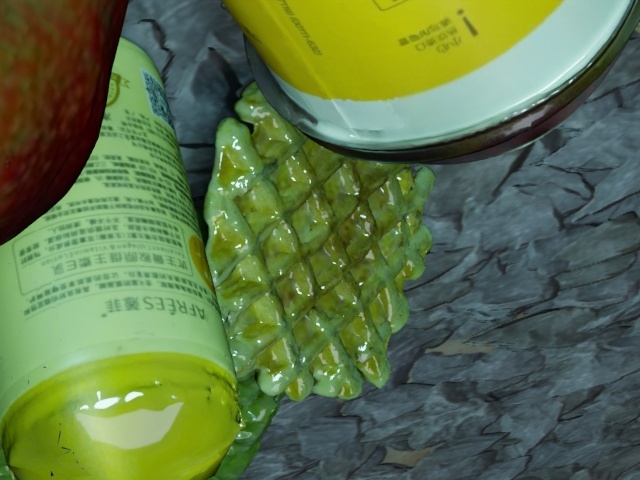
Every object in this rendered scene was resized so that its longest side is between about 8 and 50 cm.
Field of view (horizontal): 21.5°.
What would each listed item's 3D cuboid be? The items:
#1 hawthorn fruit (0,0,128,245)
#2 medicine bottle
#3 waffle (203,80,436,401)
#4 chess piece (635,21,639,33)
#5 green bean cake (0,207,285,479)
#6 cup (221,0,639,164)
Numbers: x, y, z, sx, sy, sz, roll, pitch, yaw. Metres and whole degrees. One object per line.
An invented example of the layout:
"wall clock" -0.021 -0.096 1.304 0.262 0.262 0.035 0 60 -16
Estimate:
"hawthorn fruit" -0.168 -0.076 0.677 0.208 0.208 0.248 -18 157 -3
"medicine bottle" -0.113 0.018 0.822 0.124 0.238 0.124 -12 150 -7
"waffle" 0.000 0.000 0.951 0.169 0.183 0.036 10 180 -42
"chess piece" 0.206 -0.130 0.948 0.066 0.066 0.122 -28 156 16
"green bean cake" -0.139 0.089 1.045 0.222 0.125 0.248 -8 149 -21
"cup" 0.011 -0.163 0.659 0.196 0.196 0.280 -28 141 15
